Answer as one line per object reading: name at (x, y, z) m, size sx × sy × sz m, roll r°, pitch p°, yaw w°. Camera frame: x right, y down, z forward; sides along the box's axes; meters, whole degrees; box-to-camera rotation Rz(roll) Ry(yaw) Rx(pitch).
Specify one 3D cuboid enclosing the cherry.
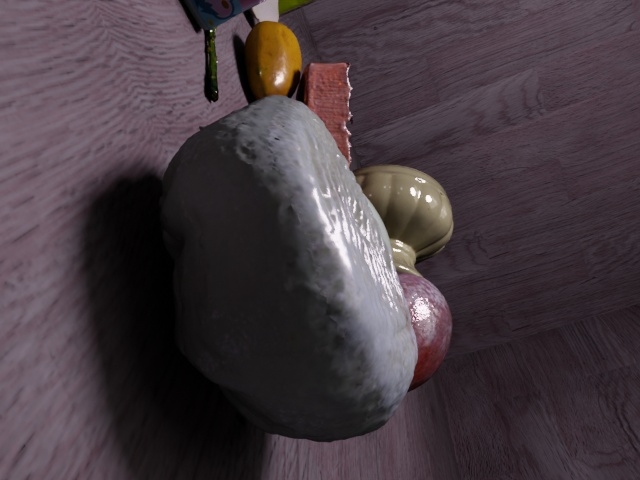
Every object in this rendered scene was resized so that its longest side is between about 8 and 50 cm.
cherry at (0.152, 0.183, 1.149) m, size 0.285 × 0.212 × 0.236 m, roll -36°, pitch 121°, yaw -61°

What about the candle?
candle at (-0.007, -0.228, 1.202) m, size 0.287 × 0.131 × 0.317 m, roll 99°, pitch -11°, yaw -45°

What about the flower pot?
flower pot at (0.142, 0.004, 1.322) m, size 0.307 × 0.307 × 0.244 m, roll 58°, pitch 37°, yaw -51°

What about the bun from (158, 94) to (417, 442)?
bun at (-0.032, 0.033, 0.587) m, size 0.354 × 0.194 × 0.355 m, roll -21°, pitch 90°, yaw -77°

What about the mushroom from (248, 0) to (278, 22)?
mushroom at (-0.151, -0.608, 1.412) m, size 0.116 × 0.093 × 0.225 m, roll 73°, pitch -4°, yaw -48°

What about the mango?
mango at (-0.098, -0.350, 1.159) m, size 0.227 × 0.109 × 0.147 m, roll -84°, pitch 161°, yaw -48°

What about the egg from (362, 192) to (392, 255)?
egg at (0.000, 0.000, 0.834) m, size 0.264 × 0.182 × 0.183 m, roll 61°, pitch 13°, yaw -17°

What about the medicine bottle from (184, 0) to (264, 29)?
medicine bottle at (-0.125, -0.421, 0.894) m, size 0.119 × 0.187 × 0.094 m, roll 59°, pitch 16°, yaw -31°

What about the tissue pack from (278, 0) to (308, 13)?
tissue pack at (-0.108, -0.760, 1.561) m, size 0.167 × 0.200 × 0.275 m, roll -84°, pitch 152°, yaw -70°

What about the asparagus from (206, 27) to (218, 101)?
asparagus at (-0.170, -0.296, 0.924) m, size 0.023 × 0.022 × 0.233 m, roll 37°, pitch 33°, yaw -40°
